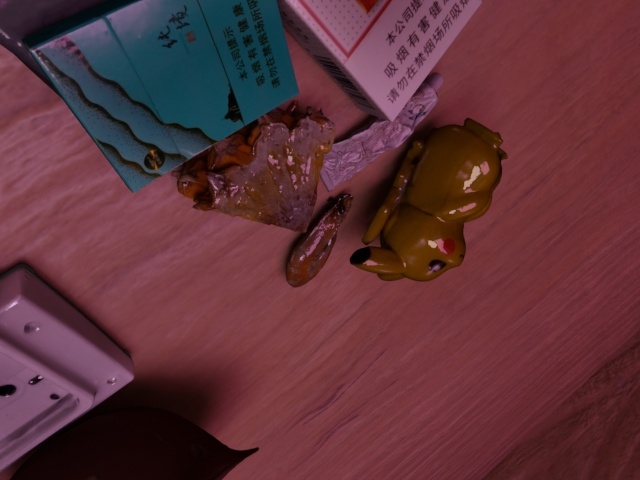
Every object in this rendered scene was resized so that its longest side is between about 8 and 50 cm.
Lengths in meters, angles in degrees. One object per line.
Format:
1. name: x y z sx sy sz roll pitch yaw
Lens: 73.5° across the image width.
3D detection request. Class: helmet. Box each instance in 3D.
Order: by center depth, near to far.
1. helmet: -0.309 0.371 0.620 0.385 0.230 0.337 -44 165 -16

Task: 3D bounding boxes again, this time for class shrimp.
1. shrimp: 0.000 0.000 0.738 0.190 0.042 0.101 -59 151 9

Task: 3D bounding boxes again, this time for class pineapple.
1. pineapple: -0.072 -0.093 0.586 0.236 0.114 0.186 -28 128 -20

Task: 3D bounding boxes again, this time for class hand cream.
1. hand cream: 0.101 -0.180 0.691 0.257 0.050 0.084 -38 134 -4

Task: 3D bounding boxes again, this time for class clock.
1. clock: -0.409 0.194 0.534 0.262 0.116 0.231 -34 131 -11

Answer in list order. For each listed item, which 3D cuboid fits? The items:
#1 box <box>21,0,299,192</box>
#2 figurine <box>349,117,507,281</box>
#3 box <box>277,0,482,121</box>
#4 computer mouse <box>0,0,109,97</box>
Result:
1. box: -0.135 -0.170 0.432 0.226 0.042 0.161 -36 141 -17
2. figurine: 0.188 -0.050 0.741 0.218 0.169 0.327 7 108 -61
3. box: 0.040 -0.335 0.527 0.330 0.095 0.210 34 95 -40
4. computer mouse: -0.248 -0.258 0.365 0.188 0.122 0.371 -45 140 -4
